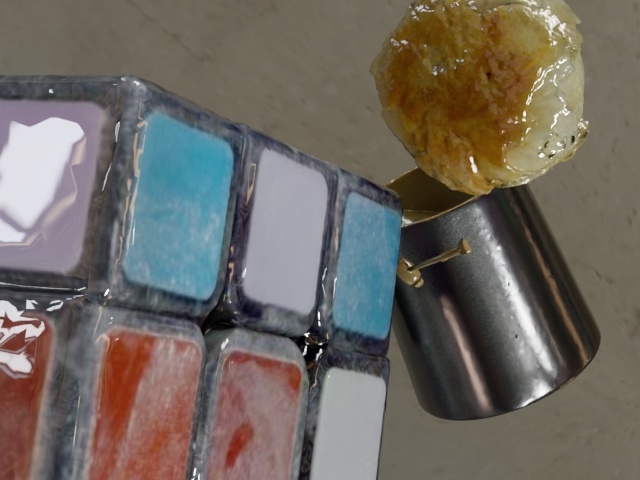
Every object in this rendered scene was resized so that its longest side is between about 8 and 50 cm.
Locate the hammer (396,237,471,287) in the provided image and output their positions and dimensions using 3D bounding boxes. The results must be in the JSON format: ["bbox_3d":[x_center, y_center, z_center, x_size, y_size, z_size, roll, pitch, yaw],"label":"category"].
[{"bbox_3d":[0.075,0.014,0.985,0.029,0.123,0.014,43,73,-6],"label":"hammer"}]

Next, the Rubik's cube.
[{"bbox_3d":[-0.184,0.097,0.912,0.362,0.363,0.358,5,81,32],"label":"Rubik's cube"}]

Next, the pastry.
[{"bbox_3d":[0.106,-0.105,0.979,0.153,0.081,0.153,7,107,22],"label":"pastry"}]

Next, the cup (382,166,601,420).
[{"bbox_3d":[0.100,0.050,1.211,0.239,0.166,0.177,-35,112,-28],"label":"cup"}]
